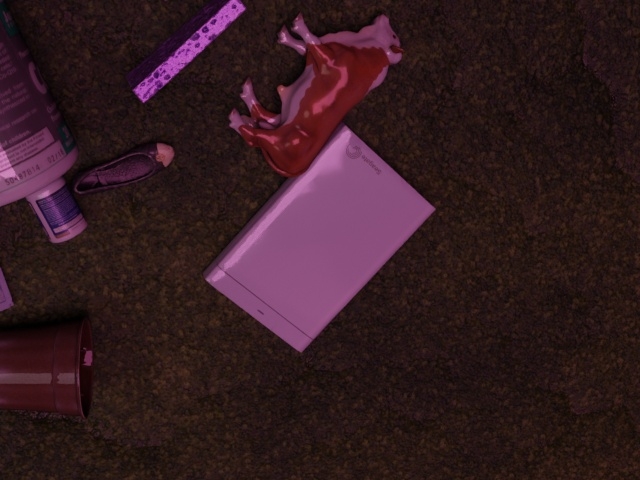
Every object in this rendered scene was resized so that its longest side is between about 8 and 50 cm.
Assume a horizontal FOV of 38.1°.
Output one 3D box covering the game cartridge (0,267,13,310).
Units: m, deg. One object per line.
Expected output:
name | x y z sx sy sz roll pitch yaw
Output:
game cartridge | -0.538 0.079 1.505 0.056 0.017 0.083 -26 116 -32

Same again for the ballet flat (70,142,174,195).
ballet flat | -0.314 -0.109 1.484 0.173 0.049 0.057 -23 115 -5

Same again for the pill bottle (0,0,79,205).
pill bottle | -0.508 -0.236 1.303 0.204 0.204 0.361 -24 115 -5

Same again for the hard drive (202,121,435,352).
hard drive | 0.000 0.000 1.607 0.233 0.047 0.353 40 96 -24

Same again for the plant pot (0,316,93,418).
plant pot | -0.464 0.208 1.511 0.165 0.167 0.167 0 110 -6

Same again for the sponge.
sponge | -0.206 -0.297 1.405 0.210 0.117 0.031 -41 115 2

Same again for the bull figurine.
bull figurine | -0.007 -0.251 1.485 0.188 0.101 0.310 33 97 -19

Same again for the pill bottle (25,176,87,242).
pill bottle | -0.424 -0.062 1.464 0.067 0.067 0.120 -25 114 -4
